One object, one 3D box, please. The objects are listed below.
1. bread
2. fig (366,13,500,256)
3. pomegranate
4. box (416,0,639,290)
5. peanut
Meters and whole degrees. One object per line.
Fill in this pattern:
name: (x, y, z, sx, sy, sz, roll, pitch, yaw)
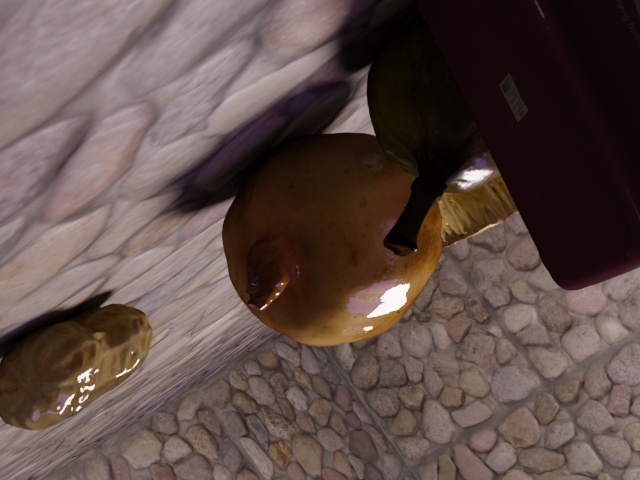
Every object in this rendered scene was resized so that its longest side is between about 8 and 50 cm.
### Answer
bread: (0.264, -0.109, 1.665, 0.204, 0.156, 0.288, -30, -178, 43)
fig: (0.098, -0.089, 0.752, 0.170, 0.145, 0.274, -38, -163, 43)
pomegranate: (0.010, -0.005, 0.902, 0.207, 0.207, 0.207, -35, 174, -4)
box: (0.190, -0.116, 0.622, 0.168, 0.294, 0.193, -23, 172, -10)
peanut: (-0.233, 0.112, 0.945, 0.194, 0.083, 0.093, -35, 141, -54)
